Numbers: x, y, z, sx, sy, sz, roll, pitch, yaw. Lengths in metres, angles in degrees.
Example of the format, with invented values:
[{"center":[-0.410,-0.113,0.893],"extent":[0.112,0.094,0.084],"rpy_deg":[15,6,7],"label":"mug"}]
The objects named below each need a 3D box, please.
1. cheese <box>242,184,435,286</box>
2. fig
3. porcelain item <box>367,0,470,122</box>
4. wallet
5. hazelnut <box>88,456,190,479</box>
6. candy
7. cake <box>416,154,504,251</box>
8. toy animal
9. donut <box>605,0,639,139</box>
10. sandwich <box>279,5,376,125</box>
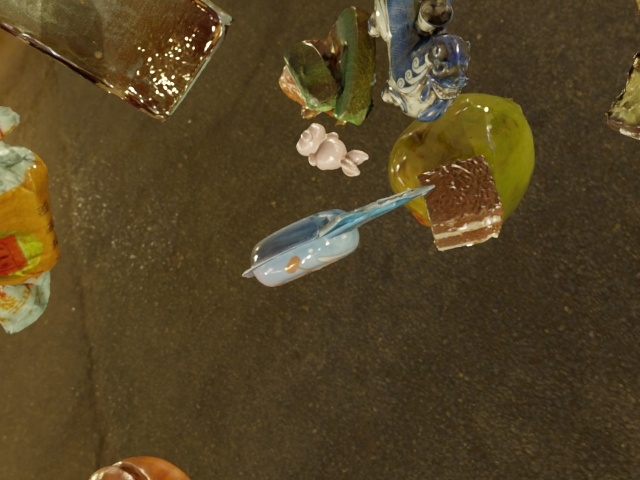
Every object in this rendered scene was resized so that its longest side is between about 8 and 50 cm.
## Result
[{"center":[0.000,0.000,0.576],"extent":[0.245,0.135,0.052],"rpy_deg":[-28,85,52],"label":"cheese"},{"center":[0.334,-0.175,1.298],"extent":[0.343,0.343,0.343],"rpy_deg":[-23,53,35],"label":"fig"},{"center":[0.176,-0.356,0.981],"extent":[0.186,0.138,0.287],"rpy_deg":[137,129,-75],"label":"porcelain item"},{"center":[-0.197,-0.200,0.449],"extent":[0.122,0.232,0.031],"rpy_deg":[-46,27,26],"label":"wallet"},{"center":[-0.247,0.379,0.739],"extent":[0.182,0.182,0.182],"rpy_deg":[-23,53,35],"label":"hazelnut"},{"center":[-0.186,-0.011,0.333],"extent":[0.046,0.053,0.182],"rpy_deg":[51,144,27],"label":"candy"},{"center":[0.261,-0.061,1.057],"extent":[0.135,0.147,0.134],"rpy_deg":[-13,58,9],"label":"cake"},{"center":[0.031,-0.248,1.664],"extent":[0.212,0.124,0.124],"rpy_deg":[39,99,9],"label":"toy animal"},{"center":[0.567,-0.297,0.792],"extent":[0.260,0.345,0.136],"rpy_deg":[1,34,4],"label":"donut"},{"center":[-0.011,-0.387,1.274],"extent":[0.301,0.162,0.250],"rpy_deg":[11,92,58],"label":"sandwich"}]
